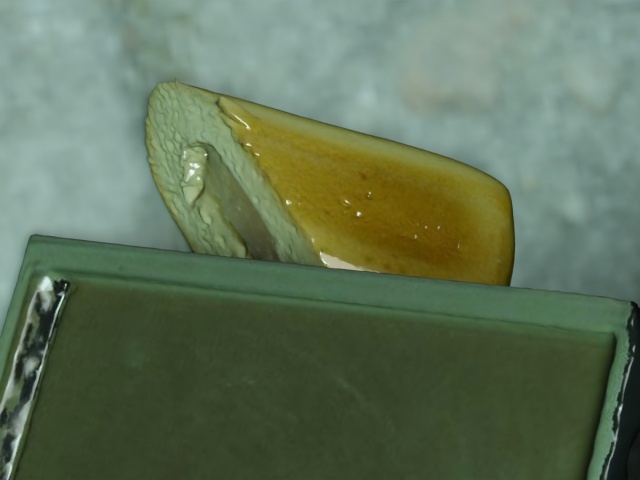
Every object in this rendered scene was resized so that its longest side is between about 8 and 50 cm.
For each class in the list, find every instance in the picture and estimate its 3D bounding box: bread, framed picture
[{"bbox_3d":[-0.001,0.000,0.527,0.103,0.049,0.062,15,59,-11],"label":"bread"},{"bbox_3d":[-0.035,0.132,0.442,0.018,0.192,0.265,28,73,-47],"label":"framed picture"}]
